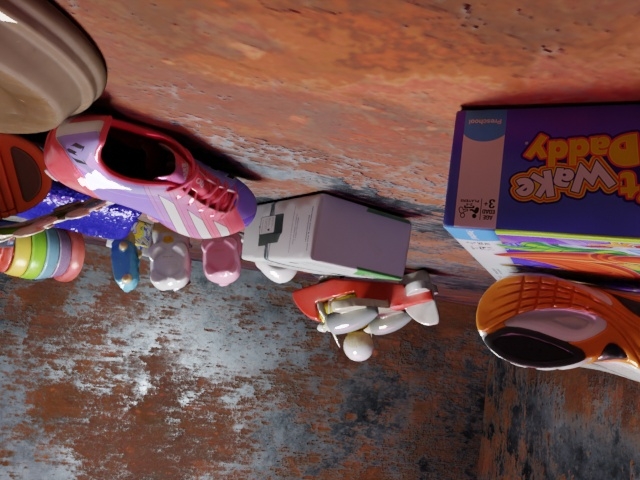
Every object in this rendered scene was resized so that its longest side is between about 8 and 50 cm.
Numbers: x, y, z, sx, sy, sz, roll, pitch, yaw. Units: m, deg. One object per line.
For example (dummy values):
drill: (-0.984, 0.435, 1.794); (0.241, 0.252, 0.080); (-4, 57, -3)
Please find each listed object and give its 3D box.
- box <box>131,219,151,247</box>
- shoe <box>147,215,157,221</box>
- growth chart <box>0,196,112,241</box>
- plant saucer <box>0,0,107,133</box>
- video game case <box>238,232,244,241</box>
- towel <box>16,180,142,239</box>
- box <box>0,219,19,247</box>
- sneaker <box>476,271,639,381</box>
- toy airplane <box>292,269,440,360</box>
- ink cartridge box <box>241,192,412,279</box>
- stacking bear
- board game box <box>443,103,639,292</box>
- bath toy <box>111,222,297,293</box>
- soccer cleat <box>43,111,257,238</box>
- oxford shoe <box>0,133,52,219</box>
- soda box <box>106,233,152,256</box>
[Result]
box: (-0.454, -0.024, 1.171); (0.054, 0.059, 0.169); (5, 173, 8)
shoe: (-0.189, -0.047, 0.661); (0.081, 0.064, 0.178); (4, 178, -8)
growth chart: (-0.283, -0.037, 0.581); (0.172, 0.021, 0.237); (-3, -160, 42)
plant saucer: (-0.273, -0.120, 0.293); (0.277, 0.041, 0.278); (8, 174, 1)
video game case: (-0.259, -0.020, 1.140); (0.157, 0.019, 0.143); (6, 172, 24)
towel: (-0.440, -0.063, 0.785); (0.308, 0.076, 0.227); (11, 173, -21)
box: (-0.564, -0.025, 0.717); (0.159, 0.044, 0.233); (14, 179, -6)
sneaker: (0.276, 0.080, 0.446); (0.262, 0.099, 0.121); (14, -177, 20)
toy airplane: (0.144, 0.203, 1.421); (0.386, 0.273, 0.384); (11, 172, -19)
ink cartridge box: (0.000, 0.000, 0.725); (0.153, 0.087, 0.208); (13, 172, -31)
stacking bear: (-0.809, 0.025, 1.364); (0.164, 0.176, 0.289); (8, -179, 41)
board game box: (0.254, -0.006, 0.416); (0.233, 0.078, 0.347); (5, 172, 26)
bath toy: (-0.208, 0.027, 0.980); (0.348, 0.152, 0.129); (-1, 164, -6)
soccer cleat: (-0.139, -0.056, 0.501); (0.095, 0.083, 0.248); (-3, 165, 37)
oxford shoe: (-0.465, -0.093, 0.560); (0.363, 0.130, 0.133); (3, -156, -1)
soda box: (-0.520, -0.001, 1.399); (0.073, 0.069, 0.216); (10, 172, -8)
